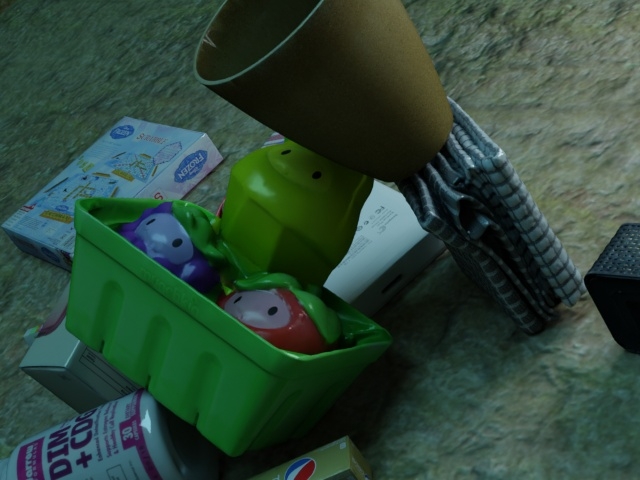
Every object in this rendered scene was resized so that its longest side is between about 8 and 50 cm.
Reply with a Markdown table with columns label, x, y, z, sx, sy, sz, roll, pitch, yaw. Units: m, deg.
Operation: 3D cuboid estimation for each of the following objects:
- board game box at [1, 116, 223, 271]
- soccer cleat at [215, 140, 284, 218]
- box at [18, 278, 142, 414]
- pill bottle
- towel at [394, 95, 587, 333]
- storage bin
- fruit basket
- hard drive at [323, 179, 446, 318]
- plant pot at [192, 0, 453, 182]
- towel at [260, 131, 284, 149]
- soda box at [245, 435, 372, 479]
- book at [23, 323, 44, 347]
| label | x | y | z | sx | sy | sz | roll | pitch | yaw |
| --- | --- | --- | --- | --- | --- | --- | --- | --- | --- |
| board game box | -0.373 | -0.083 | 2.497 | 0.318 | 0.066 | 0.319 | -44 | 31 | -18 |
| soccer cleat | -0.082 | -0.049 | 1.968 | 0.109 | 0.116 | 0.318 | -9 | 41 | 29 |
| box | -0.285 | 0.121 | 1.977 | 0.127 | 0.148 | 0.232 | -4 | 50 | 47 |
| pill bottle | -0.282 | 0.295 | 1.740 | 0.283 | 0.160 | 0.160 | -25 | 30 | 15 |
| towel | 0.183 | -0.033 | 1.703 | 0.121 | 0.235 | 0.283 | -35 | 28 | 3 |
| storage bin | 0.383 | 0.056 | 1.481 | 0.180 | 0.122 | 0.084 | 4 | 46 | 48 |
| fruit basket | -0.082 | 0.018 | 1.691 | 0.392 | 0.392 | 0.283 | -14 | -6 | 31 |
| hard drive | 0.000 | 0.000 | 1.990 | 0.233 | 0.047 | 0.353 | -42 | 36 | -14 |
| plant pot | 0.027 | -0.189 | 1.602 | 0.237 | 0.254 | 0.237 | -34 | 32 | 25 |
| towel | -0.042 | -0.149 | 2.314 | 0.144 | 0.029 | 0.197 | -4 | 38 | 42 |
| soda box | -0.033 | 0.292 | 1.600 | 0.181 | 0.061 | 0.058 | -26 | 31 | 13 |
| book | -0.355 | 0.153 | 2.091 | 0.144 | 0.096 | 0.035 | -19 | 27 | 24 |
